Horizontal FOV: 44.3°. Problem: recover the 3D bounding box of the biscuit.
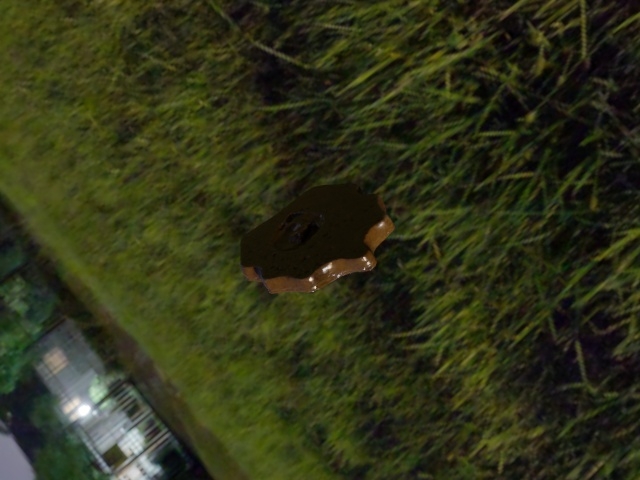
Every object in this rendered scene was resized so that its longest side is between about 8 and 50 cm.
[{"bbox_3d":[0.001,0.002,0.924,0.215,0.182,0.034,28,151,57],"label":"biscuit"}]
